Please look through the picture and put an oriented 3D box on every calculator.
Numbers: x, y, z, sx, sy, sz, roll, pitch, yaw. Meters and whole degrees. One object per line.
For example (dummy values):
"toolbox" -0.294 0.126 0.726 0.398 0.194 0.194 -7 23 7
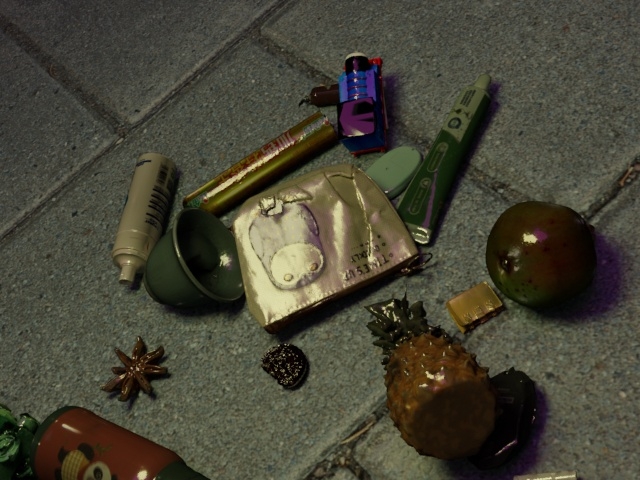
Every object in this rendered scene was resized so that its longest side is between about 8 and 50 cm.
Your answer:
"calculator" 0.133 -0.127 1.704 0.153 0.021 0.095 -42 49 -13

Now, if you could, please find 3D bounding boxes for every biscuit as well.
"biscuit" -0.065 0.220 1.530 0.089 0.027 0.087 -12 51 16

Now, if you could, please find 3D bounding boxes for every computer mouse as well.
"computer mouse" 0.274 0.273 1.315 0.099 0.057 0.172 -3 50 43

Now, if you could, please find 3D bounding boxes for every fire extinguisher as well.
"fire extinguisher" 0.033 -0.315 1.877 0.158 0.043 0.064 -4 39 22

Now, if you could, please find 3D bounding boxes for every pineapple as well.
"pineapple" 0.155 0.190 1.363 0.169 0.169 0.340 -30 25 1

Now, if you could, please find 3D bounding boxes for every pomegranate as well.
"pomegranate" 0.370 0.017 1.409 0.209 0.180 0.180 -16 38 -36

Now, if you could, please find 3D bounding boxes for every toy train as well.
"toy train" 0.084 -0.278 1.753 0.082 0.131 0.204 -9 74 19
"toy train" -0.613 0.427 1.577 0.154 0.115 0.269 12 61 41

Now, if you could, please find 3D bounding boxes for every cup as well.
"cup" -0.257 0.057 1.662 0.150 0.199 0.199 -30 46 26

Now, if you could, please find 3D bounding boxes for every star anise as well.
"star anise" -0.340 0.245 1.628 0.141 0.042 0.141 -14 48 16

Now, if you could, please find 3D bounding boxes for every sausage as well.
"sausage" -0.137 -0.143 1.804 0.371 0.082 0.082 -32 49 0

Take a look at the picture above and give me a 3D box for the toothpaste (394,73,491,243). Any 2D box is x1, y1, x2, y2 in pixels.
"toothpaste" 0.241 -0.163 1.659 0.098 0.061 0.392 16 67 33

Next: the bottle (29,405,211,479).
"bottle" -0.318 0.387 1.448 0.336 0.144 0.144 13 62 30

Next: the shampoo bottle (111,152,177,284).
"shampoo bottle" -0.372 -0.039 1.825 0.092 0.092 0.303 -7 54 20

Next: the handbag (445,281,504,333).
"handbag" 0.258 0.111 1.464 0.083 0.027 0.061 -29 48 1

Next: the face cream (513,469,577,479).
"face cream" 0.308 0.429 1.189 0.092 0.058 0.244 -11 46 23

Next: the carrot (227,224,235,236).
"carrot" -0.044 -0.045 1.689 0.263 0.102 0.102 -28 49 -3

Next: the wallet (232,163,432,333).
"wallet" 0.001 0.002 1.581 0.335 0.068 0.275 -24 67 -1
